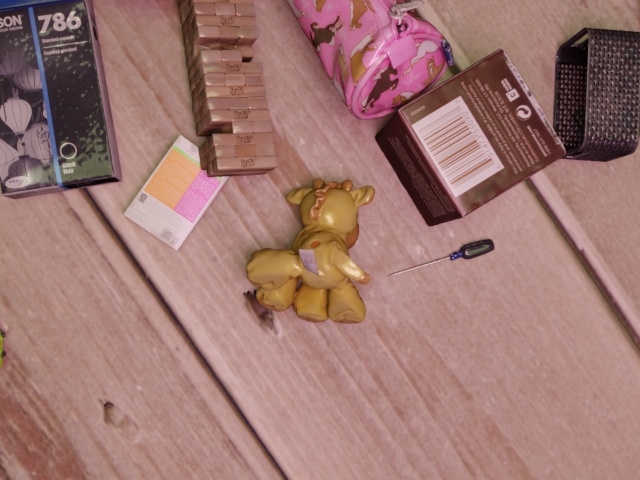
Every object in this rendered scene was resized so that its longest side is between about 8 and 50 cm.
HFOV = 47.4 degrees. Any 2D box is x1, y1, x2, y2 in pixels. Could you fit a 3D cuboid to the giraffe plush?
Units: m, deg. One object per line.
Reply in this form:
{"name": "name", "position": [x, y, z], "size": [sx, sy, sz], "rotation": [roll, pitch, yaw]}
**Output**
{"name": "giraffe plush", "position": [0.000, 0.000, 1.046], "size": [0.181, 0.210, 0.170], "rotation": [15, 58, 0]}

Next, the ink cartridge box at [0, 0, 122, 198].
{"name": "ink cartridge box", "position": [-0.400, -0.237, 1.063], "size": [0.165, 0.065, 0.332], "rotation": [-11, 88, -4]}

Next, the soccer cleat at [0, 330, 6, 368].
{"name": "soccer cleat", "position": [-0.509, 0.113, 1.046], "size": [0.072, 0.060, 0.179], "rotation": [-25, 83, 5]}

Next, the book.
{"name": "book", "position": [-0.210, -0.070, 1.086], "size": [0.096, 0.035, 0.144], "rotation": [36, 86, -7]}

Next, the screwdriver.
{"name": "screwdriver", "position": [0.186, 0.033, 1.118], "size": [0.170, 0.024, 0.025], "rotation": [-21, 61, -3]}

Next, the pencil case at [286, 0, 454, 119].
{"name": "pencil case", "position": [0.025, -0.353, 0.993], "size": [0.167, 0.160, 0.386], "rotation": [-41, 65, 30]}

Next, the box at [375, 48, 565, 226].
{"name": "box", "position": [0.201, -0.136, 1.034], "size": [0.167, 0.203, 0.168], "rotation": [-32, 91, -5]}

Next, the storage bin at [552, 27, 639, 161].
{"name": "storage bin", "position": [0.413, -0.215, 1.094], "size": [0.084, 0.122, 0.180], "rotation": [3, 88, -4]}

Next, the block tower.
{"name": "block tower", "position": [-0.141, -0.260, 1.053], "size": [0.097, 0.091, 0.335], "rotation": [-5, 85, -24]}
